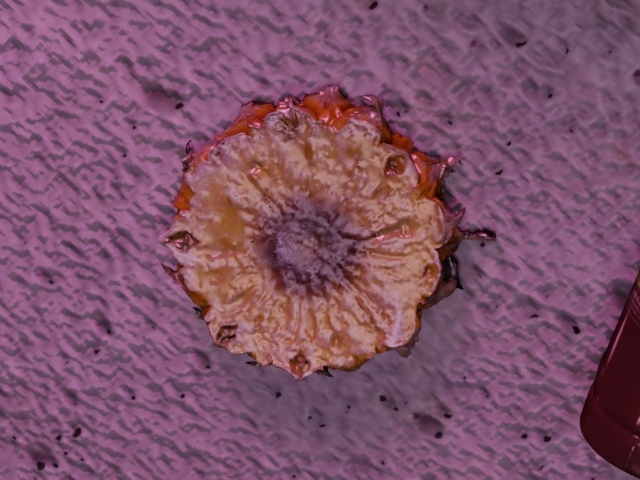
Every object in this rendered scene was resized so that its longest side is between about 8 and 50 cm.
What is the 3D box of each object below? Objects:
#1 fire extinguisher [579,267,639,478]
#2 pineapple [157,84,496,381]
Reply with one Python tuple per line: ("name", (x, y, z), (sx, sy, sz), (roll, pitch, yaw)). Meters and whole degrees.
("fire extinguisher", (0.260, -0.010, 0.964), (0.141, 0.105, 0.341), (36, 121, 34))
("pineapple", (0.000, 0.000, 1.062), (0.221, 0.047, 0.221), (4, 112, 9))
